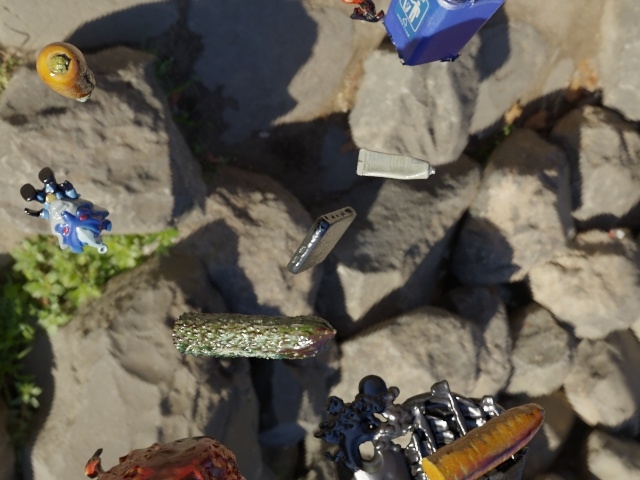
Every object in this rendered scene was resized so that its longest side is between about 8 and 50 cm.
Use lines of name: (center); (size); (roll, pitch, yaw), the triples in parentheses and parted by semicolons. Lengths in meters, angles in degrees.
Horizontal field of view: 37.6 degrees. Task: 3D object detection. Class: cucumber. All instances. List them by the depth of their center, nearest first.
cucumber: (-0.127, 0.190, 1.855); (0.096, 0.359, 0.096); (-1, 91, -59)

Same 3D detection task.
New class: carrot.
carrot: (0.168, 0.204, 0.933); (0.139, 0.048, 0.048); (-25, 138, -21)
carrot: (-0.362, -0.240, 1.341); (0.067, 0.067, 0.225); (-49, -174, -4)

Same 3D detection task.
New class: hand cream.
hand cream: (0.162, -0.158, 1.997); (0.037, 0.165, 0.057); (59, 39, -84)

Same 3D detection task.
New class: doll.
doll: (-0.392, -0.037, 1.481); (0.096, 0.070, 0.195); (-38, 139, -3)

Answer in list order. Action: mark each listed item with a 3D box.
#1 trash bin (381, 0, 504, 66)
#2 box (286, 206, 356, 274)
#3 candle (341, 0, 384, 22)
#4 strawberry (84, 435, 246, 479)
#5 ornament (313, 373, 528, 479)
trash bin: (0.214, -0.405, 1.548); (0.184, 0.163, 0.234); (-15, 160, -23)
box: (0.000, 0.000, 1.599); (0.125, 0.027, 0.126); (-55, 166, 24)
candle: (-0.009, -0.383, 1.260); (0.301, 0.084, 0.059); (35, 85, -42)
strawberry: (-0.185, 0.349, 0.886); (0.292, 0.292, 0.343); (30, 67, -55)
ornament: (0.133, 0.272, 1.153); (0.251, 0.106, 0.260); (-16, 95, -1)
